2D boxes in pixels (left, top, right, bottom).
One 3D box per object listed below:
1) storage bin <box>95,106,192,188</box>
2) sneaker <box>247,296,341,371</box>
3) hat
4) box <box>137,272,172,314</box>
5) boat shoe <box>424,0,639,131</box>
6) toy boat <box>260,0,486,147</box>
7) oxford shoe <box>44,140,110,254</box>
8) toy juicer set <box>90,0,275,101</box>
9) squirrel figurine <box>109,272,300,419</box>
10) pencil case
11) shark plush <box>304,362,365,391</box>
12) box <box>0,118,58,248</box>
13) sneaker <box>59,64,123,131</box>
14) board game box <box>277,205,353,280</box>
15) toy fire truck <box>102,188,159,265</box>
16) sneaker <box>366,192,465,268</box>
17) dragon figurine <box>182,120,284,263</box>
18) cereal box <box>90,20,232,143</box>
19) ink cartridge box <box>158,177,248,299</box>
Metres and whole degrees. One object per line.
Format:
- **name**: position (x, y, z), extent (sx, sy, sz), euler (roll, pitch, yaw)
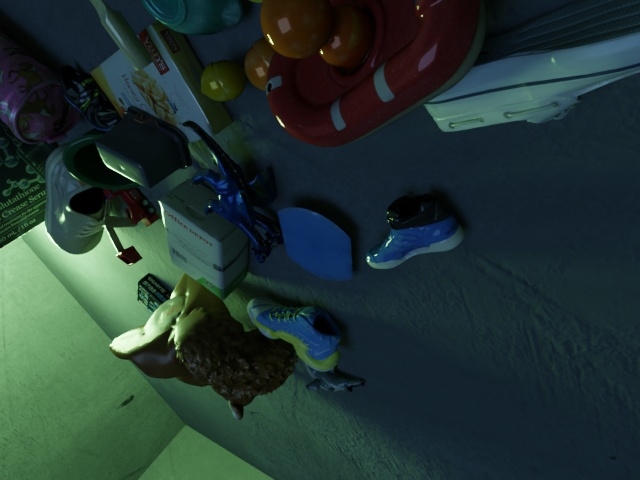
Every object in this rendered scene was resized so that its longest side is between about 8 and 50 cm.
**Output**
- **storage bin**: position (-0.302, -0.155, 0.720), extent (0.135, 0.091, 0.098), euler (27, 146, 15)
- **sneaker**: position (-0.048, 0.166, 0.912), extent (0.240, 0.091, 0.126), euler (31, 125, 17)
- **hat**: position (-0.455, -0.229, 0.925), extent (0.208, 0.184, 0.173), euler (-8, 151, -4)
- **box**: position (-0.523, 0.228, 1.447), extent (0.220, 0.051, 0.175), euler (41, 145, 2)
- **boat shoe**: position (0.187, -0.140, 0.363), extent (0.226, 0.083, 0.076), euler (13, 147, 53)
- **toy boat**: position (0.015, -0.180, 0.380), extent (0.231, 0.151, 0.151), euler (-21, 72, 51)
- **oxford shoe**: position (-0.636, -0.072, 1.154), extent (0.130, 0.169, 0.449), euler (40, 140, 2)
- **toy juicer set**: position (-0.163, -0.286, 0.537), extent (0.329, 0.089, 0.209), euler (17, 147, 18)
- **squirrel figurine**: position (-0.245, 0.305, 1.080), extent (0.397, 0.281, 0.370), euler (2, 135, 46)
- **pencil case**: position (-0.703, -0.369, 0.913), extent (0.386, 0.160, 0.167), euler (37, 178, 7)
- **shark plush**: position (0.026, 0.325, 1.016), extent (0.161, 0.073, 0.067), euler (5, 100, 47)
- **box**: position (-0.882, -0.216, 1.126), extent (0.212, 0.293, 0.395), euler (28, 143, 19)
- **sneaker**: position (-0.442, -0.276, 0.830), extent (0.188, 0.067, 0.078), euler (36, 151, 15)
- **board game box**: position (0.000, 0.000, 0.720), extent (0.133, 0.033, 0.169), euler (19, 144, 23)
- **toy fire truck**: position (-0.472, -0.050, 1.034), extent (0.047, 0.135, 0.192), euler (-15, 116, 50)
- **sneaker**: position (0.106, -0.015, 0.573), extent (0.152, 0.058, 0.084), euler (-19, 118, 47)
- **dragon figurine**: position (-0.128, -0.079, 0.708), extent (0.144, 0.085, 0.289), euler (23, 145, 18)
- **cereal box**: position (-0.271, -0.241, 0.715), extent (0.240, 0.047, 0.173), euler (-1, 128, 45)
- **ink cartridge box**: position (-0.237, 0.001, 0.895), extent (0.160, 0.092, 0.219), euler (33, 144, 13)
